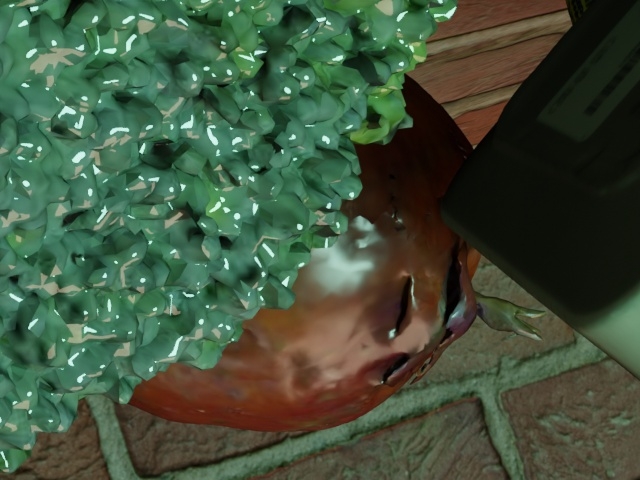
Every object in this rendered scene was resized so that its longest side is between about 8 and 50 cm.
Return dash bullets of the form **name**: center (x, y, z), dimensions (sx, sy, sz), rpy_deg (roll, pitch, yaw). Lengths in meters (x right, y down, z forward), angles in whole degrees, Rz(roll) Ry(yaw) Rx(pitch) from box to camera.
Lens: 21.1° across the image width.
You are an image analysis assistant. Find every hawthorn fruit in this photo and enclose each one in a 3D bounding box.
- **hawthorn fruit**: center (0.000, 0.000, 1.096), dimensions (0.307, 0.276, 0.276), rpy_deg (15, -174, 21)

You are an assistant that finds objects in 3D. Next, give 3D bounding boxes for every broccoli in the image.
- **broccoli**: center (-0.193, -0.057, 0.505), dimensions (0.397, 0.274, 0.353), rpy_deg (14, 179, 35)

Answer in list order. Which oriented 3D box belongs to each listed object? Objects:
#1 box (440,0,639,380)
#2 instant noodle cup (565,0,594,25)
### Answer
- **box**: center (0.222, -0.112, 0.849), dimensions (0.367, 0.090, 0.373), rpy_deg (-50, -169, 2)
- **instant noodle cup**: center (0.313, -0.095, 1.226), dimensions (0.284, 0.312, 0.284), rpy_deg (-20, 173, -3)
